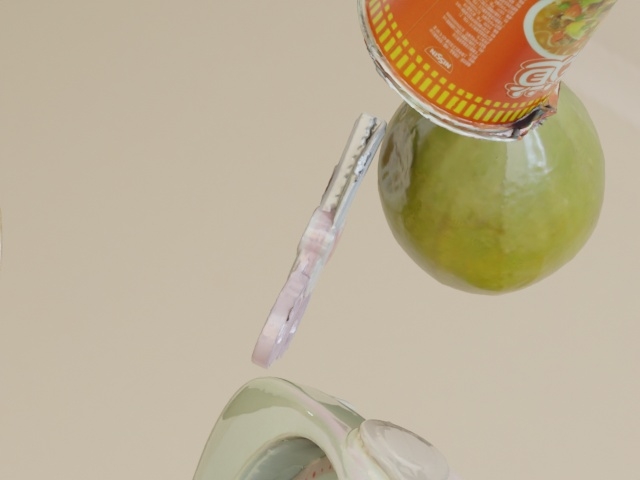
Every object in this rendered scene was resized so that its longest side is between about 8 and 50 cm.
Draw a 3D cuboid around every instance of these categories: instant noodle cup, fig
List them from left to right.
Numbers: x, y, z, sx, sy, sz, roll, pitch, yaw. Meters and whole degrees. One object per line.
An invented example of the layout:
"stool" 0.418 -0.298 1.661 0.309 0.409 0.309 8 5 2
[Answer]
"fig" 0.148 -0.072 1.801 0.207 0.207 0.230 25 -33 47
"instant noodle cup" 0.156 -0.208 1.510 0.193 0.193 0.212 50 -39 6

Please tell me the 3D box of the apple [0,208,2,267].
"apple" -0.390 -0.056 1.727 0.265 0.120 0.193 13 -47 -10

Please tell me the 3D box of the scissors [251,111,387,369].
"scissors" 0.000 0.000 1.777 0.030 0.242 0.118 24 7 6

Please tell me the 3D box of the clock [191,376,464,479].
"clock" 0.003 0.234 1.224 0.108 0.265 0.324 19 -3 -25
